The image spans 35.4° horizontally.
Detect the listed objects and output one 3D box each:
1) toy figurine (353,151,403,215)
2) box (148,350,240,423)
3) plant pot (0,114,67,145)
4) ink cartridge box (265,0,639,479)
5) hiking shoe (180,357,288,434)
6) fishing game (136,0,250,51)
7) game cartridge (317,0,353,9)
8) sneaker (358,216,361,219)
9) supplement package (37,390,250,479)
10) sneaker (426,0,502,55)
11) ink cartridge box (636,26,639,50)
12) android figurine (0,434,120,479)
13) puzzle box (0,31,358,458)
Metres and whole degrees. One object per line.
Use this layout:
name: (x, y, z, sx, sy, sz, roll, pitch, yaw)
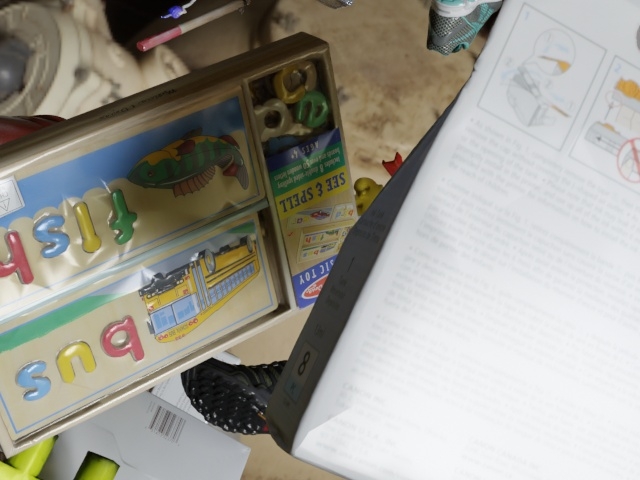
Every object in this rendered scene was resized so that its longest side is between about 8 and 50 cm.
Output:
toy figurine: (0.147, 0.079, 1.298, 0.217, 0.191, 0.362, 47, 43, -39)
box: (-0.242, 0.267, 1.831, 0.119, 0.182, 0.181, 29, 82, -5)
plant pot: (-0.532, -0.090, 1.598, 0.272, 0.272, 0.265, 45, 13, 18)
ink cartridge box: (0.180, 0.018, 0.692, 0.308, 0.091, 0.385, 25, 89, -16)
hiking shoe: (-0.080, 0.203, 1.343, 0.227, 0.086, 0.114, 28, 29, -11)
fishing game: (-0.054, -0.258, 0.705, 0.041, 0.264, 0.189, 32, 40, 16)
game cartridge: (0.012, -0.363, 1.487, 0.056, 0.083, 0.017, 20, 91, -20)
sneaker: (0.000, 0.000, 1.860, 0.256, 0.151, 0.094, 19, 14, 16)
supplement package: (-0.262, 0.316, 1.327, 0.262, 0.145, 0.204, 33, 55, -19)
sneaker: (0.156, -0.249, 1.124, 0.065, 0.076, 0.166, 24, 27, 21)
ink cartridge box: (0.430, -0.338, 1.372, 0.218, 0.092, 0.159, -42, 115, -46)
android figurine: (-0.332, 0.341, 1.082, 0.248, 0.056, 0.273, 33, 73, -28)
puzzle box: (-0.150, 0.001, 0.933, 0.409, 0.272, 0.052, -26, 35, -23)
